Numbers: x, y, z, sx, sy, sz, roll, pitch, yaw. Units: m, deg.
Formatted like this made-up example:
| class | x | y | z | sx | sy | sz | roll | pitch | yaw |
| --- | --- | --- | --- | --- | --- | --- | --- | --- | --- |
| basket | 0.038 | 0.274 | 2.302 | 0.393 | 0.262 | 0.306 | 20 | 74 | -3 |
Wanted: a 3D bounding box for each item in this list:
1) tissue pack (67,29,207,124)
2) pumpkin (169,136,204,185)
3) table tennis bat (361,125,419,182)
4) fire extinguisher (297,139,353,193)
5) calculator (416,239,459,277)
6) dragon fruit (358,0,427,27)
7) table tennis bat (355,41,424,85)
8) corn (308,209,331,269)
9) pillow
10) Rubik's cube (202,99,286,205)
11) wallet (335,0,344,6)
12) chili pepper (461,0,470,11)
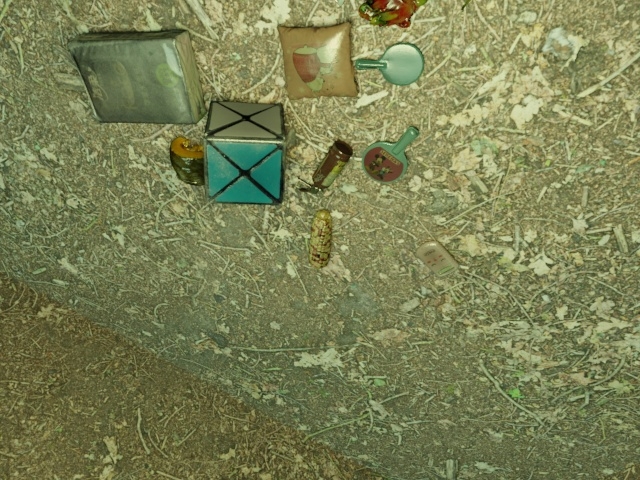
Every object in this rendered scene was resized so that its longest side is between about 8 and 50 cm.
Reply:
| class | x | y | z | sx | sy | sz | roll | pitch | yaw |
| --- | --- | --- | --- | --- | --- | --- | --- | --- | --- |
| tissue pack | -0.599 | -0.537 | 1.648 | 0.394 | 0.124 | 0.288 | 6 | 127 | 14 |
| pumpkin | -0.437 | -0.268 | 1.799 | 0.247 | 0.126 | 0.131 | 17 | 132 | 5 |
| table tennis bat | 0.235 | -0.282 | 1.624 | 0.153 | 0.040 | 0.244 | 36 | 133 | -9 |
| fire extinguisher | 0.009 | -0.243 | 1.713 | 0.106 | 0.075 | 0.252 | 51 | 132 | 14 |
| calculator | 0.433 | 0.069 | 1.825 | 0.175 | 0.032 | 0.100 | 44 | 127 | -17 |
| dragon fruit | 0.181 | -0.626 | 1.338 | 0.142 | 0.175 | 0.138 | -4 | 120 | 59 |
| table tennis bat | 0.202 | -0.517 | 1.455 | 0.201 | 0.033 | 0.124 | 5 | 126 | 12 |
| corn | 0.000 | 0.000 | 1.885 | 0.086 | 0.086 | 0.253 | 13 | 128 | 9 |
| pillow | -0.008 | -0.532 | 1.478 | 0.236 | 0.084 | 0.223 | 3 | 126 | 13 |
| Rubik's cube | -0.243 | -0.283 | 1.597 | 0.259 | 0.255 | 0.260 | -2 | 129 | -7 |
| wallet | 0.068 | -0.761 | 1.314 | 0.119 | 0.025 | 0.232 | 33 | 129 | -9 |
| chili pepper | 0.434 | -0.659 | 1.242 | 0.204 | 0.073 | 0.072 | -26 | 97 | 20 |
